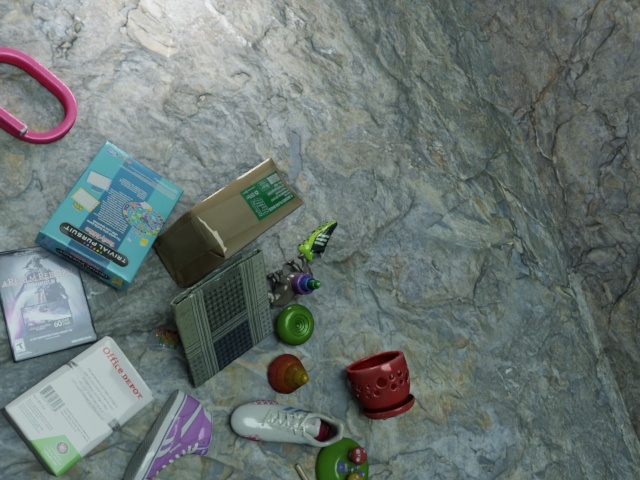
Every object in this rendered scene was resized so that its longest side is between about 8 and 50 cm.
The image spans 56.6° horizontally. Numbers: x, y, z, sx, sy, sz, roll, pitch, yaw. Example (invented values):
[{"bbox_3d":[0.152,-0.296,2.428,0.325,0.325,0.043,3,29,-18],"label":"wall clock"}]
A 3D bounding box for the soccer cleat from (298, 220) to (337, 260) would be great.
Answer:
[{"bbox_3d":[0.000,0.000,1.988,0.179,0.060,0.072,-42,107,-30],"label":"soccer cleat"}]

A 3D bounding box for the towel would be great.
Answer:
[{"bbox_3d":[-0.262,0.206,1.633,0.312,0.056,0.324,-33,135,-36],"label":"towel"}]

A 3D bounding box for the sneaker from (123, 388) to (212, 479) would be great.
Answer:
[{"bbox_3d":[-0.371,0.540,1.515,0.161,0.102,0.282,42,55,-17],"label":"sneaker"}]

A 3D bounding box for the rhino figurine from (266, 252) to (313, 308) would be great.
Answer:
[{"bbox_3d":[-0.117,0.143,1.843,0.243,0.073,0.106,-35,98,-34],"label":"rhino figurine"}]

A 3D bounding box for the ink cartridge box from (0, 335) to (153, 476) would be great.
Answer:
[{"bbox_3d":[-0.576,0.391,1.424,0.273,0.115,0.198,-38,95,-36],"label":"ink cartridge box"}]

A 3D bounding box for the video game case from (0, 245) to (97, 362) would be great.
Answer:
[{"bbox_3d":[-0.694,0.147,1.494,0.196,0.026,0.274,-12,80,-36],"label":"video game case"}]

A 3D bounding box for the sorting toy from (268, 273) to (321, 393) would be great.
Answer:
[{"bbox_3d":[-0.051,0.278,1.759,0.127,0.126,0.365,16,79,-30],"label":"sorting toy"}]

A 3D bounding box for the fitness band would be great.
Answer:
[{"bbox_3d":[-0.804,-0.393,1.603,0.291,0.054,0.209,41,55,-15],"label":"fitness band"}]

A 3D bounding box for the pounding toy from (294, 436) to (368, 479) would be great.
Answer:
[{"bbox_3d":[0.069,0.683,1.743,0.237,0.110,0.182,-19,84,-37],"label":"pounding toy"}]

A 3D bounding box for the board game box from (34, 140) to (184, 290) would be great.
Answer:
[{"bbox_3d":[-0.560,-0.070,1.611,0.254,0.079,0.336,34,52,-18],"label":"board game box"}]

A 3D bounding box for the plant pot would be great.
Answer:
[{"bbox_3d":[0.192,0.456,1.865,0.191,0.191,0.174,-15,90,-36],"label":"plant pot"}]

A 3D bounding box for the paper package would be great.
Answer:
[{"bbox_3d":[-0.261,-0.048,1.671,0.325,0.309,0.168,-39,96,-38],"label":"paper package"}]

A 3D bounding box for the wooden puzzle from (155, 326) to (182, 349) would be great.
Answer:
[{"bbox_3d":[-0.416,0.272,1.640,0.083,0.006,0.049,20,63,-26],"label":"wooden puzzle"}]

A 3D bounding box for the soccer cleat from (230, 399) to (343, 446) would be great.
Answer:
[{"bbox_3d":[-0.085,0.516,1.683,0.331,0.143,0.116,17,64,-27],"label":"soccer cleat"}]
